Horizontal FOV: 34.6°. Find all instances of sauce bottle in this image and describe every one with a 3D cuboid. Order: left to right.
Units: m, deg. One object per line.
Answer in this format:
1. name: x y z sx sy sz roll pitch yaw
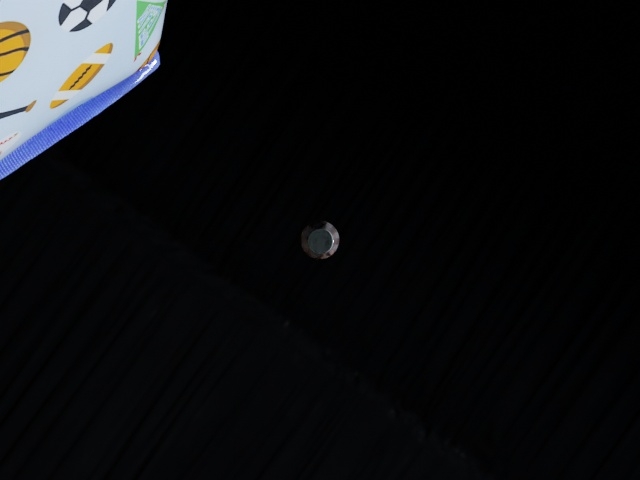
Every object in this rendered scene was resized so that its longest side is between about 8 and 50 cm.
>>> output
1. sauce bottle: 0.000 0.000 1.081 0.042 0.042 0.128 36 1 -4

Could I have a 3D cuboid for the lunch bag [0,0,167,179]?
1. lunch bag: -0.243 -0.143 0.524 0.239 0.385 0.328 43 -33 7
